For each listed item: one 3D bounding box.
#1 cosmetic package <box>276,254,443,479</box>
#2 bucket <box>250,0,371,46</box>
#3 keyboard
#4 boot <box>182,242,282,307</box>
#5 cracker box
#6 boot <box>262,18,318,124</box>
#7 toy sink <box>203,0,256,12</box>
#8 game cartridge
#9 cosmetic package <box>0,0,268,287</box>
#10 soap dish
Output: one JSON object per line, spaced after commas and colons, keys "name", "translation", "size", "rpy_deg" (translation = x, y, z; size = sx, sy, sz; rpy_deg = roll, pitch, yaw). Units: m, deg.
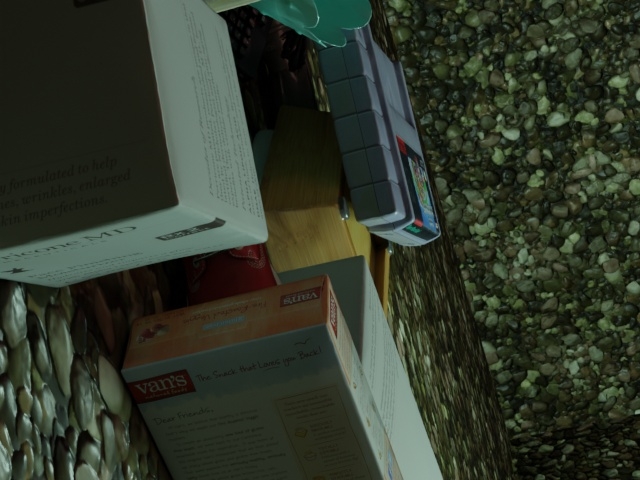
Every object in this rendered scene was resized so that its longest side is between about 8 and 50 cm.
{"name": "cosmetic package", "translation": [0.021, 0.222, 1.237], "size": [0.197, 0.155, 0.366], "rpy_deg": [-84, 159, -58]}
{"name": "bucket", "translation": [-0.019, -0.341, 1.288], "size": [0.281, 0.183, 0.281], "rpy_deg": [-58, 165, -25]}
{"name": "keyboard", "translation": [-0.049, -0.312, 1.510], "size": [0.201, 0.033, 0.317], "rpy_deg": [45, 51, -46]}
{"name": "boot", "translation": [-0.097, -0.014, 1.119], "size": [0.176, 0.088, 0.244], "rpy_deg": [65, 8, -46]}
{"name": "cracker box", "translation": [-0.035, 0.148, 1.034], "size": [0.067, 0.155, 0.232], "rpy_deg": [-88, 161, -55]}
{"name": "boot", "translation": [-0.023, -0.184, 1.720], "size": [0.189, 0.076, 0.209], "rpy_deg": [-36, 107, -63]}
{"name": "toy sink", "translation": [-0.125, -0.251, 1.075], "size": [0.234, 0.152, 0.131], "rpy_deg": [67, 14, -46]}
{"name": "game cartridge", "translation": [0.074, -0.113, 1.546], "size": [0.355, 0.068, 0.230], "rpy_deg": [15, 57, -78]}
{"name": "cosmetic package", "translation": [-0.135, -0.064, 0.795], "size": [0.183, 0.151, 0.152], "rpy_deg": [22, 56, -76]}
{"name": "soap dish", "translation": [0.000, 0.000, 1.495], "size": [0.291, 0.118, 0.229], "rpy_deg": [-82, 156, -63]}
